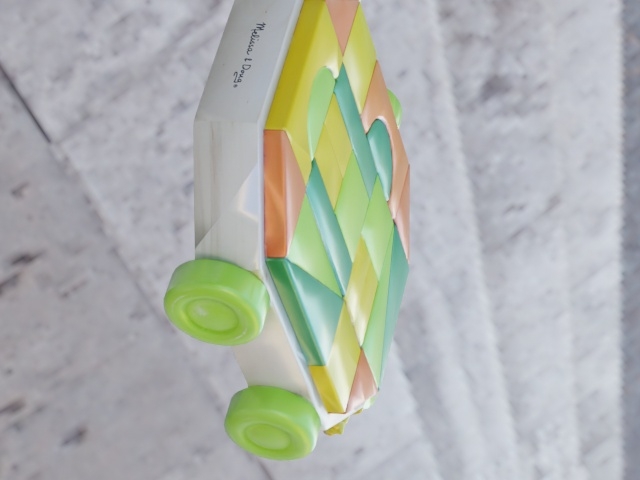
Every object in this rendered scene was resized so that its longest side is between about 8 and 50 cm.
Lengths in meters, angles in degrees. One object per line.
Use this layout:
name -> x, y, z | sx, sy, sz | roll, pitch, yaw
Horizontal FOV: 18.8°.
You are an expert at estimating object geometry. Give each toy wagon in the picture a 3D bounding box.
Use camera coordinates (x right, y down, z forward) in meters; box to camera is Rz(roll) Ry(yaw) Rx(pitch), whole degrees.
toy wagon -> 0.000, 0.000, 1.178 | 0.068, 0.267, 0.344 | 2, 142, 19
